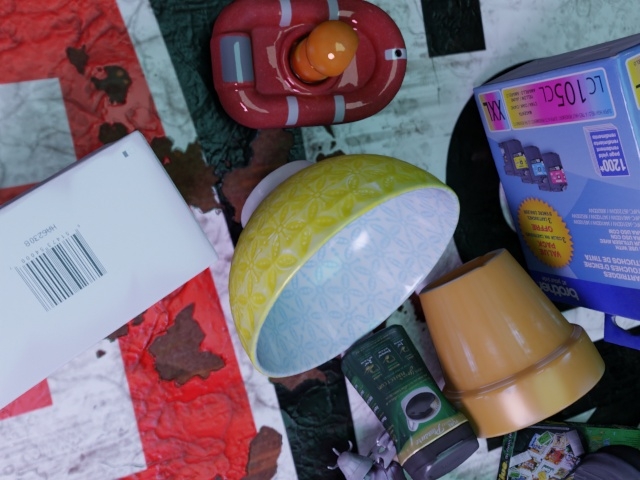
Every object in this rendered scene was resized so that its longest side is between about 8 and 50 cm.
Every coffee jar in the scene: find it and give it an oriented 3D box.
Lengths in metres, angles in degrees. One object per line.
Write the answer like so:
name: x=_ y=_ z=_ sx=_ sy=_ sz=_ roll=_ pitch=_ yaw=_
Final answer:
coffee jar: x=0.109 y=0.203 z=0.843 sx=0.096 sy=0.079 sz=0.184 roll=-25 pitch=64 yaw=-18

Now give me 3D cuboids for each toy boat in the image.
toy boat: x=-0.002 y=-0.209 z=0.775 sx=0.231 sy=0.151 sz=0.151 roll=-8 pitch=97 yaw=-23

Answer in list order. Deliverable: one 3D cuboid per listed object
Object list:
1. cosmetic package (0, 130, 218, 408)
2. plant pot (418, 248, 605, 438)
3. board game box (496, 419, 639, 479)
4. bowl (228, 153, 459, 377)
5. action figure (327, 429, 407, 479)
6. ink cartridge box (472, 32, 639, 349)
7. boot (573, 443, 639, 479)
cosmetic package: x=-0.248 y=0.016 z=0.644 sx=0.224 sy=0.224 sz=0.138 roll=-35 pitch=109 yaw=-17
plant pot: x=0.228 y=0.121 z=0.887 sx=0.205 sy=0.205 sz=0.188 roll=-28 pitch=88 yaw=-19
board game box: x=0.386 y=0.348 z=1.049 sx=0.259 sy=0.030 sz=0.136 roll=11 pitch=87 yaw=-24
bowl: x=0.000 y=0.000 z=0.770 sx=0.289 sy=0.289 sz=0.156 roll=-32 pitch=62 yaw=-18
action figure: x=0.115 y=0.357 z=0.900 sx=0.285 sy=0.099 sz=0.185 roll=41 pitch=85 yaw=-16
ink cartridge box: x=0.384 y=-0.052 z=0.888 sx=0.151 sy=0.270 sz=0.395 roll=-27 pitch=103 yaw=-18
boot: x=0.594 y=0.278 z=1.039 sx=0.445 sy=0.146 sz=0.367 roll=-45 pitch=128 yaw=-15
